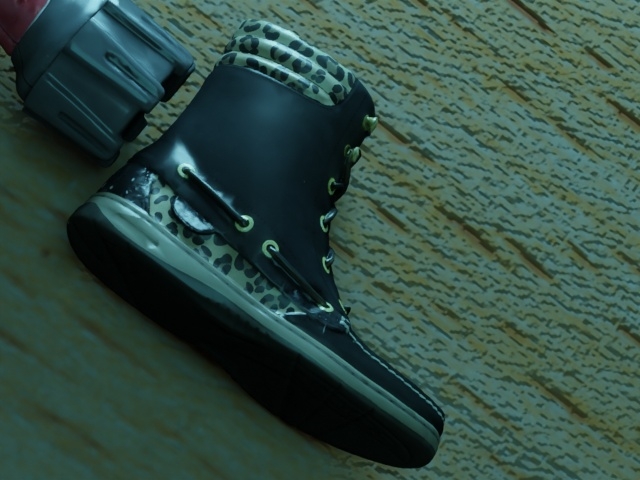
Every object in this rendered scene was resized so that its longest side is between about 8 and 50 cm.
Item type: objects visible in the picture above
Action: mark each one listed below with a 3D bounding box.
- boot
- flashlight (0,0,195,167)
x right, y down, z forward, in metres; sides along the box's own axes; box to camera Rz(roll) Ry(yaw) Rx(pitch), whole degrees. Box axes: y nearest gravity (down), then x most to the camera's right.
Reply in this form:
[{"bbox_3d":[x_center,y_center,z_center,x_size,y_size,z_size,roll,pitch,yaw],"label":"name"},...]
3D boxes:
[{"bbox_3d":[0.000,-0.001,1.083,0.236,0.085,0.178,36,61,-4],"label":"boot"},{"bbox_3d":[-0.215,-0.159,1.058,0.304,0.103,0.103,40,90,-3],"label":"flashlight"}]
